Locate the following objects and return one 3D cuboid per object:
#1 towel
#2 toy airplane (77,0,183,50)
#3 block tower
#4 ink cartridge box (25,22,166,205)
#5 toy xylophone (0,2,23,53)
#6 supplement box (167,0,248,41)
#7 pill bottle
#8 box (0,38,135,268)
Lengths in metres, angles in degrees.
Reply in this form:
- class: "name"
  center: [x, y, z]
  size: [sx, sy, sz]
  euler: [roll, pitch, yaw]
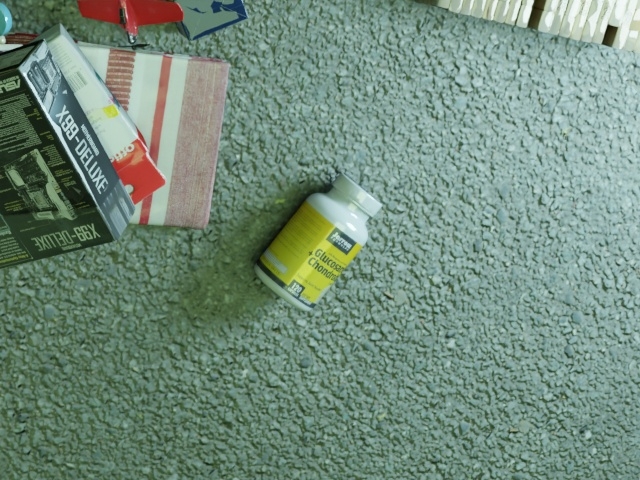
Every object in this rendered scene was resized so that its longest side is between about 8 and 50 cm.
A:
- class: "towel"
  center: [-0.293, -0.140, 1.625]
  size: [0.329, 0.037, 0.237]
  euler: [5, 108, -17]
- class: "toy airplane"
  center: [-0.242, -0.305, 1.539]
  size: [0.151, 0.028, 0.151]
  euler: [11, 123, 17]
- class: "block tower"
  center: [0.292, -0.335, 1.707]
  size: [0.335, 0.091, 0.097]
  euler: [10, 103, -19]
- class: "ink cartridge box"
  center: [-0.311, -0.137, 1.559]
  size: [0.134, 0.078, 0.231]
  euler: [-34, 115, 1]
- class: "toy xylophone"
  center: [-0.467, -0.356, 1.442]
  size: [0.236, 0.081, 0.323]
  euler: [10, 116, 25]
- class: "supplement box"
  center: [-0.147, -0.300, 1.589]
  size: [0.083, 0.083, 0.056]
  euler: [-23, 112, -8]
- class: "pill bottle"
  center: [0.000, 0.000, 1.720]
  size: [0.103, 0.103, 0.184]
  euler: [37, 95, -24]
- class: "box"
  center: [-0.412, -0.083, 1.494]
  size: [0.307, 0.076, 0.242]
  euler: [-13, 121, 22]
